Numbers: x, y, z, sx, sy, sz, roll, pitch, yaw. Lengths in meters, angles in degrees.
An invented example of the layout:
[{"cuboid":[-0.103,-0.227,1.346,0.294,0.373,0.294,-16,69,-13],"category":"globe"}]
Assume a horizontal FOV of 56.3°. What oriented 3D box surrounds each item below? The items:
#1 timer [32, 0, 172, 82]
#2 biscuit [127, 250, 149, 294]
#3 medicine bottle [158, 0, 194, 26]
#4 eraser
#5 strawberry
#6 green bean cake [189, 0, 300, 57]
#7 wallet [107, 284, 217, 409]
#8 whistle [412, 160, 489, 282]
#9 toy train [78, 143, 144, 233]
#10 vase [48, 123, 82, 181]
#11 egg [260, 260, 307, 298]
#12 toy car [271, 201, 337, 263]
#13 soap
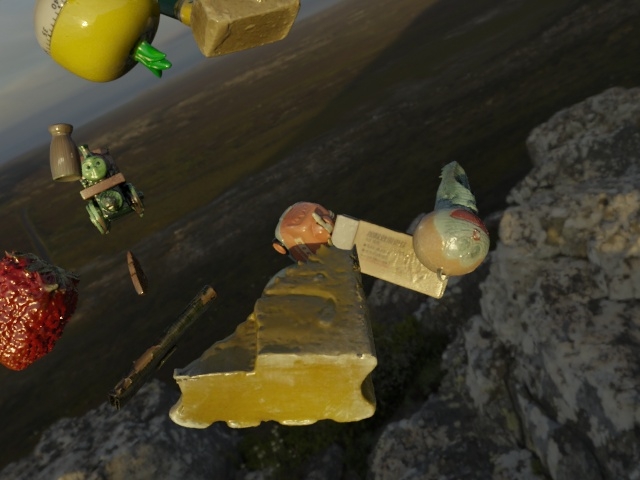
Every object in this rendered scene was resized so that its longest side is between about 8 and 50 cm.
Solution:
[{"cuboid":[-0.437,-0.446,1.285,0.285,0.285,0.285,-23,22,10],"category":"timer"},{"cuboid":[-0.456,0.091,1.488,0.019,0.120,0.130,-22,39,-6],"category":"biscuit"},{"cuboid":[-0.310,-0.541,1.420,0.260,0.064,0.095,26,27,30],"category":"medicine bottle"},{"cuboid":[0.194,0.039,1.657,0.343,0.144,0.078,19,9,14],"category":"eraser"},{"cuboid":[-0.932,0.213,1.861,0.344,0.292,0.292,-58,28,-8],"category":"strawberry"},{"cuboid":[-0.134,-0.401,1.058,0.179,0.085,0.109,-23,-8,-23],"category":"green bean cake"},{"cuboid":[-0.352,0.240,1.345,0.317,0.044,0.169,-51,-1,-30],"category":"wallet"},{"cuboid":[0.331,-0.055,1.461,0.189,0.189,0.348,-9,53,38],"category":"whistle"},{"cuboid":[-0.573,-0.142,1.598,0.150,0.222,0.304,-28,8,-15],"category":"toy train"},{"cuboid":[-0.473,-0.162,1.102,0.053,0.101,0.053,-10,-4,-1],"category":"vase"},{"cuboid":[-0.020,0.183,1.714,0.258,0.259,0.352,-7,-4,41],"category":"egg"},{"cuboid":[0.000,0.000,1.869,0.212,0.270,0.181,-3,45,56],"category":"toy car"},{"cuboid":[-0.075,0.135,0.987,0.304,0.169,0.339,-1,32,-3],"category":"soap"}]
